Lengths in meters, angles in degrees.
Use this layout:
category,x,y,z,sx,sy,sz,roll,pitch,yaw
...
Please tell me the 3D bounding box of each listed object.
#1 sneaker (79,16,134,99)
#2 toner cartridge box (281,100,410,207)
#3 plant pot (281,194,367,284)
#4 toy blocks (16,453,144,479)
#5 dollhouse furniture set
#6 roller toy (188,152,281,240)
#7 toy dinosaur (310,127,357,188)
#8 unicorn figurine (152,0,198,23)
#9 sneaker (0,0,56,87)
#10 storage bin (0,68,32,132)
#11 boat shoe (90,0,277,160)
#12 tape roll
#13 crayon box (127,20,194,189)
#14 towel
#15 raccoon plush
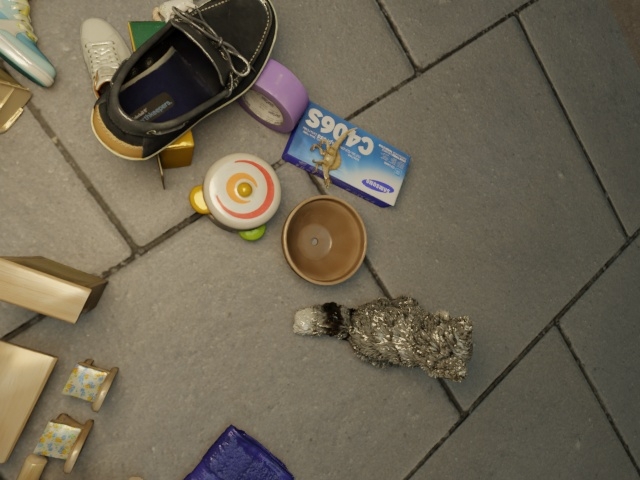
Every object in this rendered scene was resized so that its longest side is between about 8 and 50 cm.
category,x,y,z,sx,sy,sz,roll,pitch,yaw
sneaker,-0.485,-0.396,0.937,0.105,0.123,0.290,-20,93,-17
toner cartridge box,0.079,-0.239,1.156,0.347,0.075,0.165,23,83,-17
plant pot,0.000,0.000,1.099,0.237,0.109,0.238,1,88,-20
toy blocks,-0.539,0.638,0.773,0.288,0.309,0.260,25,84,-17
dollhouse furniture set,-0.603,0.242,0.794,0.362,0.256,0.394,25,80,-17
roller toy,-0.203,-0.119,1.011,0.209,0.146,0.191,29,78,-16
toy dinosaur,0.024,-0.235,1.079,0.092,0.053,0.183,22,90,-33
unicorn figurine,-0.353,-0.593,1.024,0.161,0.060,0.111,-30,98,-19
sneaker,-0.664,-0.512,0.875,0.319,0.127,0.208,46,76,-13
storage bin,-0.760,-0.345,0.768,0.262,0.260,0.123,39,93,-14
boat shoe,-0.236,-0.357,0.801,0.187,0.156,0.500,45,63,-18
tape roll,-0.128,-0.369,1.027,0.189,0.189,0.080,34,76,-15
crayon box,-0.361,-0.296,0.933,0.083,0.203,0.323,-12,92,-20
towel,-0.246,0.649,1.007,0.227,0.076,0.308,44,75,-6
raccoon plush,0.176,0.272,1.050,0.446,0.299,0.216,-4,89,-20
